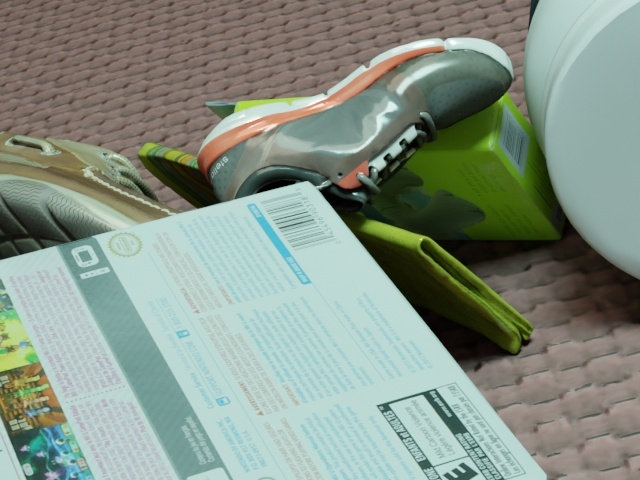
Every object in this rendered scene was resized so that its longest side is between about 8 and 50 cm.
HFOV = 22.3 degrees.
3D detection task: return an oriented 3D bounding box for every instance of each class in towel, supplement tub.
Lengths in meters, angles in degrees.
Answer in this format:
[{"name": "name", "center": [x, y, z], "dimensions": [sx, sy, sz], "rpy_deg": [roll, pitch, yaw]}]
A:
[{"name": "towel", "center": [0.000, 0.000, 0.853], "dimensions": [0.237, 0.102, 0.021], "rpy_deg": [20, 78, 49]}, {"name": "supplement tub", "center": [0.202, -0.113, 0.834], "dimensions": [0.191, 0.191, 0.272], "rpy_deg": [-9, 29, 15]}]

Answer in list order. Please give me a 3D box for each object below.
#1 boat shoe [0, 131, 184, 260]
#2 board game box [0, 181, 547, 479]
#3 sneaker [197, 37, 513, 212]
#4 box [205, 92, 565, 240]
[{"name": "boat shoe", "center": [-0.148, -0.010, 0.928], "dimensions": [0.324, 0.123, 0.116], "rpy_deg": [15, 40, 43]}, {"name": "board game box", "center": [-0.097, 0.102, 0.627], "dimensions": [0.303, 0.097, 0.224], "rpy_deg": [-14, 35, -18]}, {"name": "sneaker", "center": [0.023, -0.042, 0.774], "dimensions": [0.158, 0.061, 0.065], "rpy_deg": [-22, 58, 1]}, {"name": "box", "center": [0.033, -0.039, 0.883], "dimensions": [0.178, 0.109, 0.042], "rpy_deg": [0, 65, 30]}]
